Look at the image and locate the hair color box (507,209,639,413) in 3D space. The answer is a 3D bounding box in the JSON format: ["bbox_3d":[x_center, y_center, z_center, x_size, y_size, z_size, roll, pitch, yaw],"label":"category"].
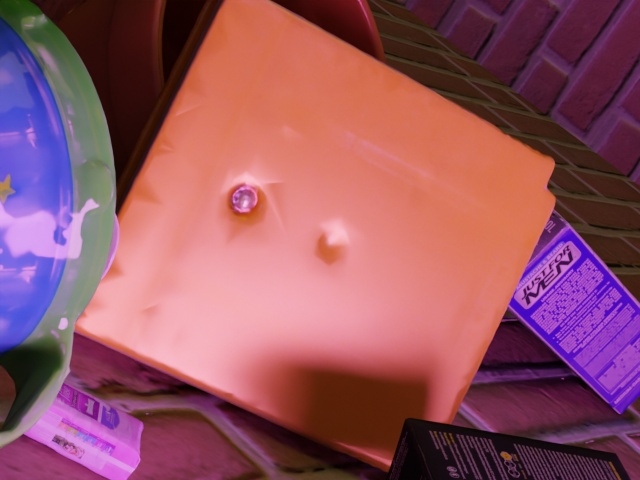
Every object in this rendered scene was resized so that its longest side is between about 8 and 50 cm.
[{"bbox_3d":[0.236,0.039,1.848,0.185,0.110,0.339,47,3,40],"label":"hair color box"}]

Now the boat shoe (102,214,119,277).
[{"bbox_3d":[-0.302,-0.059,1.212,0.340,0.127,0.113,19,1,-10],"label":"boat shoe"}]

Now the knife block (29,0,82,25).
[{"bbox_3d":[-0.380,-0.290,1.792,0.242,0.088,0.275,43,18,27],"label":"knife block"}]

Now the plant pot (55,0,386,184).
[{"bbox_3d":[-0.107,-0.121,1.480,0.203,0.291,0.291,-9,-15,39],"label":"plant pot"}]

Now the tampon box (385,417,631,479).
[{"bbox_3d":[0.126,0.206,1.191,0.161,0.120,0.101,12,21,-14],"label":"tampon box"}]

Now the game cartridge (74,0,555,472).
[{"bbox_3d":[0.000,0.000,1.338,0.323,0.285,0.052,27,-3,-23],"label":"game cartridge"}]

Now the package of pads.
[{"bbox_3d":[-0.155,0.119,1.127,0.083,0.032,0.050,30,13,-13],"label":"package of pads"}]

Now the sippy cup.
[{"bbox_3d":[-0.275,-0.027,0.999,0.305,0.240,0.224,34,29,30],"label":"sippy cup"}]
